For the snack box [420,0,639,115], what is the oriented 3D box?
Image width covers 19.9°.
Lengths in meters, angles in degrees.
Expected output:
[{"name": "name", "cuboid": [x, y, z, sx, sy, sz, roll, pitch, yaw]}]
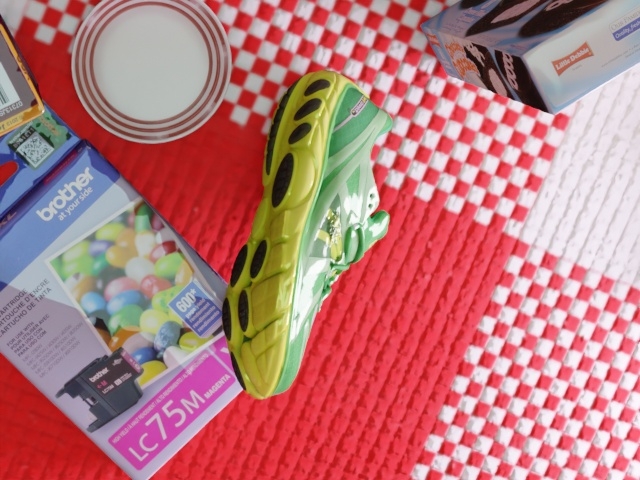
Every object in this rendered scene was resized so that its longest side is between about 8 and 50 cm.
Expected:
[{"name": "snack box", "cuboid": [0.210, -0.192, 1.507, 0.187, 0.322, 0.060, -31, 105, -4]}]

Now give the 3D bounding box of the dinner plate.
[{"name": "dinner plate", "cuboid": [-0.149, -0.156, 1.602, 0.141, 0.017, 0.141, -2, 102, -10]}]

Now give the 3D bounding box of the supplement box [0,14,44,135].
[{"name": "supplement box", "cuboid": [-0.291, -0.128, 1.490, 0.104, 0.188, 0.081, -27, 105, -5]}]

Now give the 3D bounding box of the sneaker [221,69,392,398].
[{"name": "sneaker", "cuboid": [0.000, 0.000, 1.594, 0.123, 0.109, 0.295, 20, 80, -27]}]

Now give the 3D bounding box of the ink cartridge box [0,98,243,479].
[{"name": "ink cartridge box", "cuboid": [-0.201, 0.048, 1.614, 0.186, 0.065, 0.311, -43, 105, 0]}]
